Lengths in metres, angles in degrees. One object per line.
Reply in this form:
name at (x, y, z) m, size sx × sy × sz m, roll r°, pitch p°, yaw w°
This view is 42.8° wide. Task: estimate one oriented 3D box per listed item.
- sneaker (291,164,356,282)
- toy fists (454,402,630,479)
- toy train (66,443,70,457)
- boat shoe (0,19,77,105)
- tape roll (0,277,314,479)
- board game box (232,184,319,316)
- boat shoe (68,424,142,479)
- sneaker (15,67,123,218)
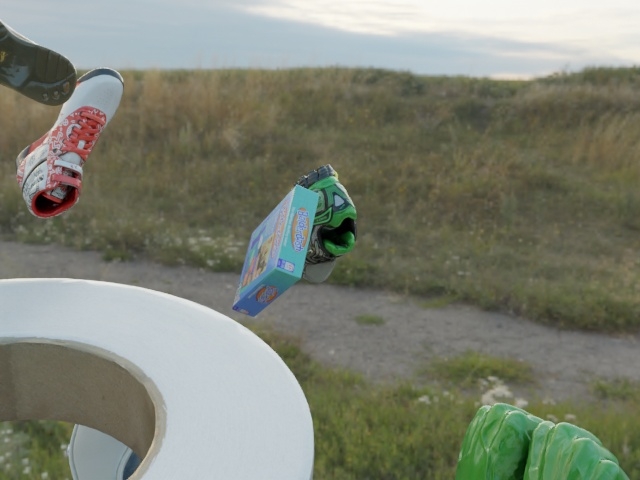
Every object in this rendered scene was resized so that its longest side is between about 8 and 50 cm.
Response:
sneaker at (0.000, 0.000, 1.758) m, size 0.134 × 0.343 × 0.146 m, roll -23°, pitch 62°, yaw -17°
toy fists at (0.260, 0.281, 0.984) m, size 0.096 × 0.142 × 0.279 m, roll 14°, pitch -5°, yaw -18°
toy train at (-0.354, 0.384, 1.441) m, size 0.105 × 0.080 × 0.184 m, roll 5°, pitch -14°, yaw 42°
boat shoe at (-0.316, -0.181, 0.760) m, size 0.060 × 0.064 × 0.178 m, roll 19°, pitch -8°, yaw 47°
tape roll at (-0.198, 0.138, 0.484) m, size 0.392 × 0.072 × 0.392 m, roll 4°, pitch 25°, yaw -2°
board game box at (-0.078, 0.022, 1.379) m, size 0.047 × 0.160 × 0.210 m, roll 22°, pitch -29°, yaw -16°
boat shoe at (-0.310, 0.370, 1.224) m, size 0.112 × 0.095 × 0.335 m, roll -11°, pitch 54°, yaw 3°
sneaker at (-0.412, -0.155, 1.380) m, size 0.090 × 0.270 × 0.145 m, roll 27°, pitch 27°, yaw -47°
